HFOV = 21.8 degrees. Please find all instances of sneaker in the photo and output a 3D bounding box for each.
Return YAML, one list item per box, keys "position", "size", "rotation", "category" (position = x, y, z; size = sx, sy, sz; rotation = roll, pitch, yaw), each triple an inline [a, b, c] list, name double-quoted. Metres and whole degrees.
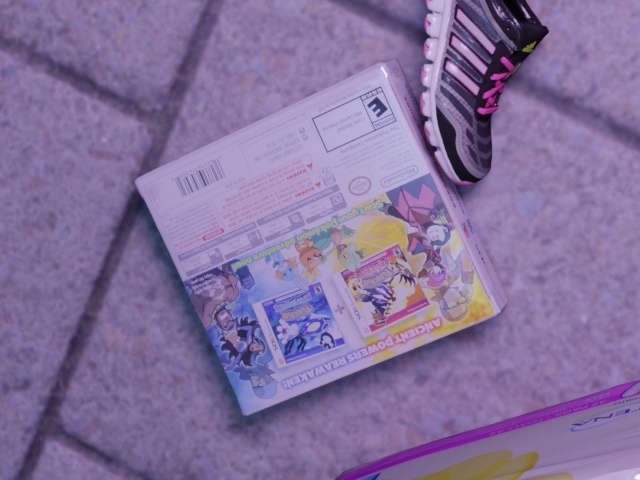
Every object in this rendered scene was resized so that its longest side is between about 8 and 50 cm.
- position: [0.110, -0.119, 1.077]
  size: [0.075, 0.063, 0.170]
  rotation: [3, 97, 24]
  category: "sneaker"

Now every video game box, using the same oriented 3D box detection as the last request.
- position: [0.000, 0.000, 1.146]
  size: [0.205, 0.048, 0.187]
  rotation: [-23, 91, 21]
  category: "video game box"

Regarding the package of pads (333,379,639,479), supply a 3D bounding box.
- position: [0.113, 0.184, 1.048]
  size: [0.297, 0.229, 0.101]
  rotation: [-20, 94, 20]
  category: "package of pads"
